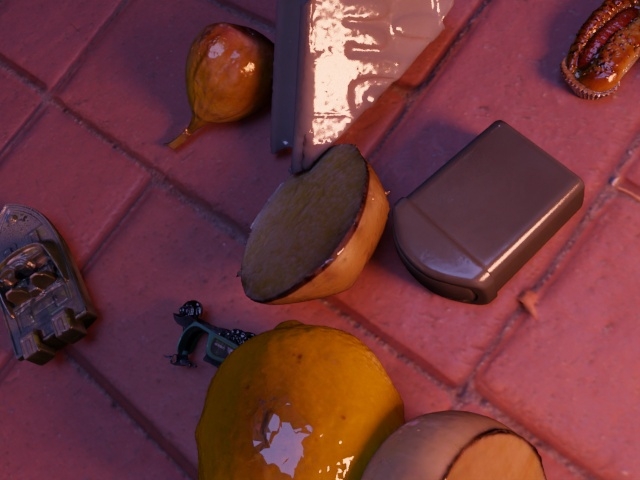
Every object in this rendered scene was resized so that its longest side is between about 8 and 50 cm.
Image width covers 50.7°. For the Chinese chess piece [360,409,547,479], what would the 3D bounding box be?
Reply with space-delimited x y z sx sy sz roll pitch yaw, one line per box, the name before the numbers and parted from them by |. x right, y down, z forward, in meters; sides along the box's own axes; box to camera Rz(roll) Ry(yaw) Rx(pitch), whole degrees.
Chinese chess piece | 0.142 0.311 0.717 0.104 0.257 0.257 -2 67 47

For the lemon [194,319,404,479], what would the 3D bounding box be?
lemon | -0.022 0.238 0.812 0.261 0.260 0.284 -30 44 7

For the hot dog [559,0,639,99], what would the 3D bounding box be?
hot dog | 0.420 -0.288 0.967 0.099 0.053 0.192 35 87 24

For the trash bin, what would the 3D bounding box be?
trash bin | 0.214 -0.030 0.917 0.236 0.101 0.176 -43 60 -2

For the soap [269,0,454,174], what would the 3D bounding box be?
soap | 0.063 -0.265 1.064 0.159 0.258 0.302 -139 50 -57

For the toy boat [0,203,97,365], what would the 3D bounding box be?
toy boat | -0.488 0.055 1.145 0.141 0.092 0.319 -34 61 3

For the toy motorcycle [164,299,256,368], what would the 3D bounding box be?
toy motorcycle | -0.161 0.160 1.003 0.173 0.058 0.100 25 86 25

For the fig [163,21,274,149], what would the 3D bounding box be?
fig | -0.182 -0.249 1.143 0.257 0.159 0.159 -45 60 19

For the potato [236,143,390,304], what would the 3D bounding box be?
potato | 0.000 0.000 0.949 0.239 0.116 0.299 -32 28 18
